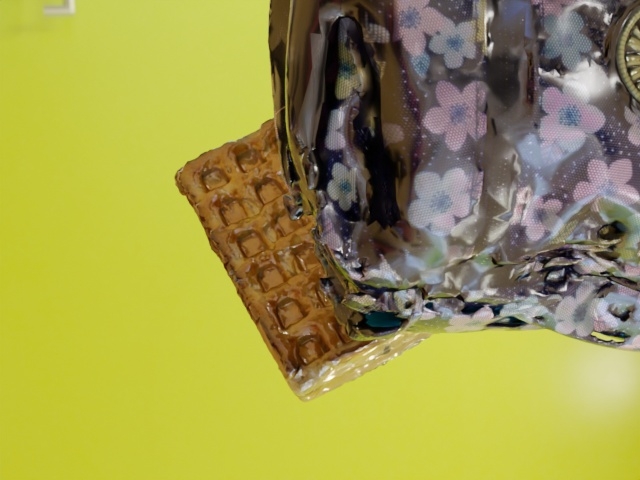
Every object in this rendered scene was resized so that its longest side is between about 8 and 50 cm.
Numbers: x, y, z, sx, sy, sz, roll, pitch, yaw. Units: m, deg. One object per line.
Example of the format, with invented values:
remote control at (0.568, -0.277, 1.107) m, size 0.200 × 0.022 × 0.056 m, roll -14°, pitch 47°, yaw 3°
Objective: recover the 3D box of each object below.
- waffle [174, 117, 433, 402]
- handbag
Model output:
waffle at (0.000, 0.000, 0.597) m, size 0.148 × 0.102 × 0.042 m, roll 58°, pitch -8°, yaw 29°
handbag at (0.079, -0.069, 0.474) m, size 0.127 × 0.208 × 0.228 m, roll 176°, pitch -84°, yaw -69°
